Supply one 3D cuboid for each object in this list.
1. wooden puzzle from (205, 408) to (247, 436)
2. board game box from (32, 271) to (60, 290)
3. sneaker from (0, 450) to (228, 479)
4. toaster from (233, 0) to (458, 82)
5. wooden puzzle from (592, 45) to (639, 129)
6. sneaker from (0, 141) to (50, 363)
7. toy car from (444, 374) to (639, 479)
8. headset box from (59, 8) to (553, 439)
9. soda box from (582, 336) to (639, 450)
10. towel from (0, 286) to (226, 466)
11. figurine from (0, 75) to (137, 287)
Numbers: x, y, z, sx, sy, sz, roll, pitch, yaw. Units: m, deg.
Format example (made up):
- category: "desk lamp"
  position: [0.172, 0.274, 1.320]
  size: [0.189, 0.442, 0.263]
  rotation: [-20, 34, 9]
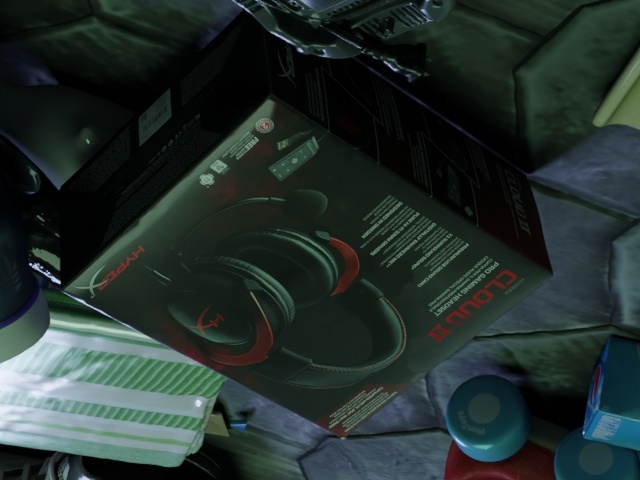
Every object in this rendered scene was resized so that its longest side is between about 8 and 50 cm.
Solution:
- category: "wooden puzzle"
  position: [-0.130, 0.180, 1.888]
  size: [0.116, 0.014, 0.078]
  rotation: [11, 158, 4]
- category: "board game box"
  position: [-0.289, 0.089, 1.675]
  size: [0.316, 0.064, 0.242]
  rotation: [4, 153, 0]
- category: "sneaker"
  position: [-0.304, 0.259, 2.003]
  size: [0.447, 0.169, 0.257]
  rotation: [5, 145, 0]
- category: "toaster"
  position: [-0.002, -0.197, 0.934]
  size: [0.227, 0.146, 0.129]
  rotation: [32, 149, -31]
- category: "wooden puzzle"
  position: [0.308, -0.086, 1.124]
  size: [0.238, 0.044, 0.221]
  rotation: [15, 153, -5]
- category: "sneaker"
  position: [-0.334, -0.042, 1.331]
  size: [0.323, 0.130, 0.236]
  rotation: [12, 131, 46]
- category: "toy car"
  position: [0.176, 0.283, 1.654]
  size: [0.210, 0.238, 0.219]
  rotation: [23, 163, 28]
- category: "headset box"
  position: [0.000, 0.000, 1.280]
  size: [0.293, 0.110, 0.218]
  rotation: [31, 123, -32]
- category: "soda box"
  position: [0.330, 0.144, 1.536]
  size: [0.210, 0.071, 0.067]
  rotation: [13, 154, 1]
- category: "towel"
  position: [-0.207, 0.121, 1.617]
  size: [0.248, 0.038, 0.325]
  rotation: [9, 154, -9]
- category: "figurine"
  position: [-0.237, -0.066, 1.379]
  size: [0.209, 0.092, 0.215]
  rotation: [25, 151, -14]
